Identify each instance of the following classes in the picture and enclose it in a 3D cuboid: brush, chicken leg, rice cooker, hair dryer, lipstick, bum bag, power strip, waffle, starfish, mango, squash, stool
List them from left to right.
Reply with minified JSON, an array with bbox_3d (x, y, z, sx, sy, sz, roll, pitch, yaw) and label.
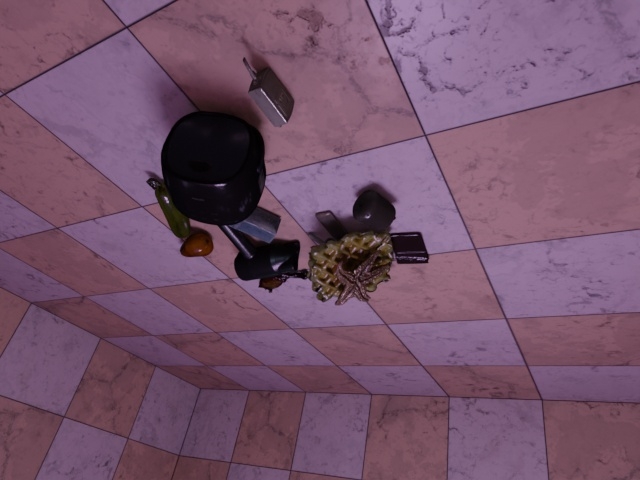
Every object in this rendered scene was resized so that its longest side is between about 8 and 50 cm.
[{"bbox_3d":[-0.481,-0.087,1.503,0.080,0.071,0.318,7,147,9],"label":"squash"},{"bbox_3d":[-0.446,0.018,1.649,0.105,0.084,0.159,4,174,-37],"label":"mango"},{"bbox_3d":[-0.259,-0.175,1.143,0.267,0.267,0.224,9,154,4],"label":"rice cooker"},{"bbox_3d":[-0.270,-0.087,1.430,0.289,0.076,0.077,24,147,-17],"label":"lipstick"},{"bbox_3d":[-0.225,0.010,1.554,0.244,0.116,0.302,-14,132,30],"label":"hair dryer"},{"bbox_3d":[-0.119,-0.332,1.010,0.042,0.075,0.175,-9,143,32],"label":"power strip"},{"bbox_3d":[-0.155,0.151,1.781,0.253,0.051,0.106,-18,143,37],"label":"chicken leg"},{"bbox_3d":[0.000,0.000,1.490,0.124,0.038,0.063,34,153,24],"label":"hair dryer"},{"bbox_3d":[0.080,0.017,1.504,0.060,0.050,0.321,-6,142,32],"label":"brush"},{"bbox_3d":[0.099,0.081,1.479,0.297,0.073,0.317,-16,136,-6],"label":"waffle"},{"bbox_3d":[0.116,0.119,1.434,0.227,0.043,0.240,-44,139,2],"label":"starfish"},{"bbox_3d":[0.152,-0.083,1.285,0.110,0.096,0.096,28,144,-29],"label":"stool"},{"bbox_3d":[0.285,0.029,1.472,0.109,0.026,0.159,-3,144,23],"label":"bum bag"}]
